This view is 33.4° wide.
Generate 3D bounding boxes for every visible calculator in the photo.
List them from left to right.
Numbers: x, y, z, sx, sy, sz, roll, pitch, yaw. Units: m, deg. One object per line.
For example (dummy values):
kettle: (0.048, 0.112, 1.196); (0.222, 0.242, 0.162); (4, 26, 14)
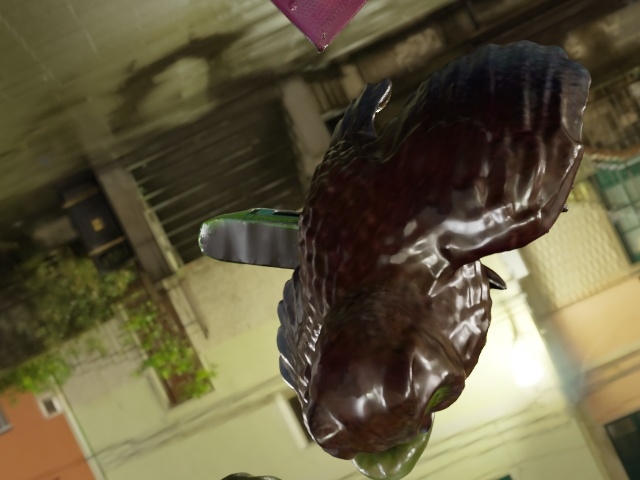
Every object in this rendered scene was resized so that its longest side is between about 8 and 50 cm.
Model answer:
calculator: (-0.015, -0.350, 1.407); (0.126, 0.190, 0.034); (-48, 154, 15)

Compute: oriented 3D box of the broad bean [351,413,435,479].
broad bean: (0.069, 0.208, 1.341); (0.072, 0.207, 0.153); (22, 99, -48)

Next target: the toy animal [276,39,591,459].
toy animal: (0.021, 0.010, 0.446); (0.218, 0.116, 0.179); (-50, 178, 31)

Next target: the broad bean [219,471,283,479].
broad bean: (-0.040, 0.197, 0.748); (0.046, 0.065, 0.254); (3, 177, -22)

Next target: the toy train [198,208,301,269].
toy train: (0.000, 0.000, 0.922); (0.209, 0.044, 0.042); (6, -157, 14)
